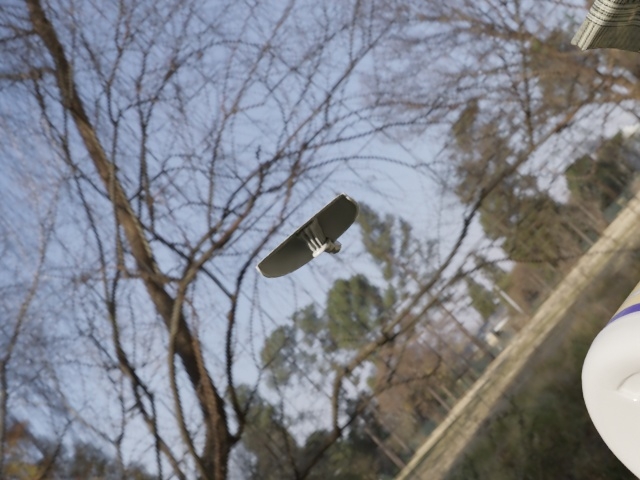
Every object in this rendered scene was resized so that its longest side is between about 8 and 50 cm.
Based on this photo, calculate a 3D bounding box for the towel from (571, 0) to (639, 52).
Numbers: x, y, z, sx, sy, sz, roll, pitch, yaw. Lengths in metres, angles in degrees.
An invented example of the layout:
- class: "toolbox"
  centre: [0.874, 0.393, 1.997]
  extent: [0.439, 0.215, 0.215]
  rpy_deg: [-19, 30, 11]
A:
- class: "towel"
  centre: [0.559, -0.412, 1.321]
  extent: [0.324, 0.056, 0.312]
  rpy_deg: [-9, -42, -42]

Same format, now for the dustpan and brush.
- class: "dustpan and brush"
  centre: [0.000, 0.000, 1.149]
  extent: [0.147, 0.060, 0.211]
  rpy_deg: [-40, 1, 7]

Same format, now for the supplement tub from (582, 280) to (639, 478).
- class: "supplement tub"
  centre: [0.424, 0.076, 0.808]
  extent: [0.331, 0.241, 0.241]
  rpy_deg: [-43, -14, -29]
